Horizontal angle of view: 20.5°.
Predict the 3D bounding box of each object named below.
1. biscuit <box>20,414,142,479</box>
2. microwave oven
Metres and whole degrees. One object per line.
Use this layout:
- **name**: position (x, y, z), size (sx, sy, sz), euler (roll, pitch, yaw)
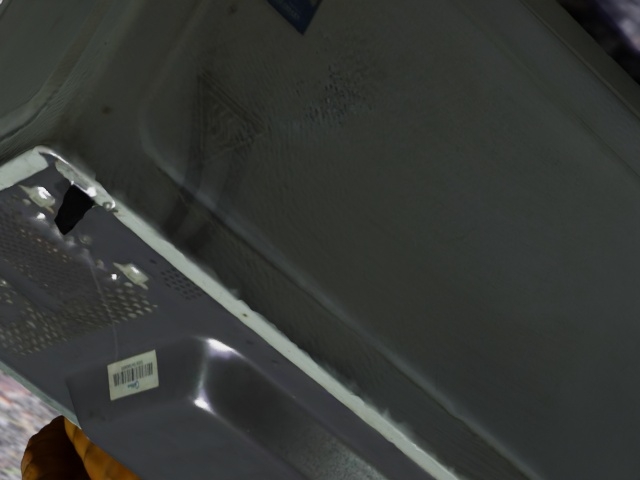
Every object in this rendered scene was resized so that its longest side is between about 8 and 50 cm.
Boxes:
- **biscuit**: position (-0.006, 0.118, 0.637), size (0.220, 0.066, 0.220), euler (33, -171, -6)
- **microwave oven**: position (0.000, 0.000, 0.488), size (0.205, 0.163, 0.129), euler (41, 147, -22)
